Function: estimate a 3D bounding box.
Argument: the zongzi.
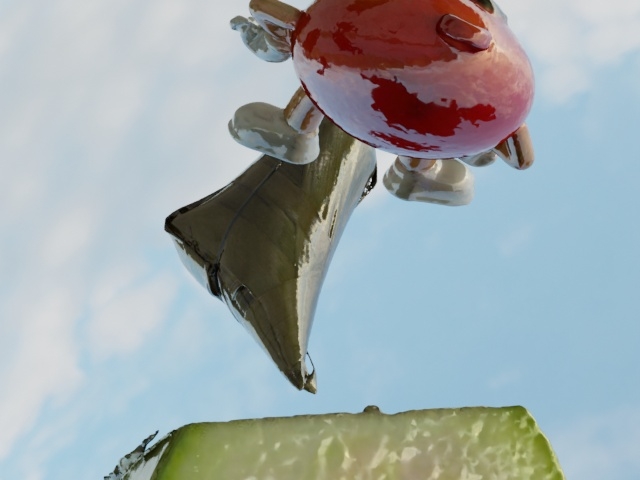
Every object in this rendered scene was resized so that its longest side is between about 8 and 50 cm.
[{"bbox_3d":[0.000,0.000,1.431,0.260,0.123,0.289,-39,-136,-11],"label":"zongzi"}]

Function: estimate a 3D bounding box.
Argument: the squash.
[{"bbox_3d":[-0.020,0.186,0.807,0.233,0.210,0.309,-2,-179,-16],"label":"squash"}]

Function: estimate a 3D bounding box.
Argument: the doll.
[{"bbox_3d":[0.037,-0.087,0.731,0.217,0.183,0.085,118,-10,-70],"label":"doll"}]
